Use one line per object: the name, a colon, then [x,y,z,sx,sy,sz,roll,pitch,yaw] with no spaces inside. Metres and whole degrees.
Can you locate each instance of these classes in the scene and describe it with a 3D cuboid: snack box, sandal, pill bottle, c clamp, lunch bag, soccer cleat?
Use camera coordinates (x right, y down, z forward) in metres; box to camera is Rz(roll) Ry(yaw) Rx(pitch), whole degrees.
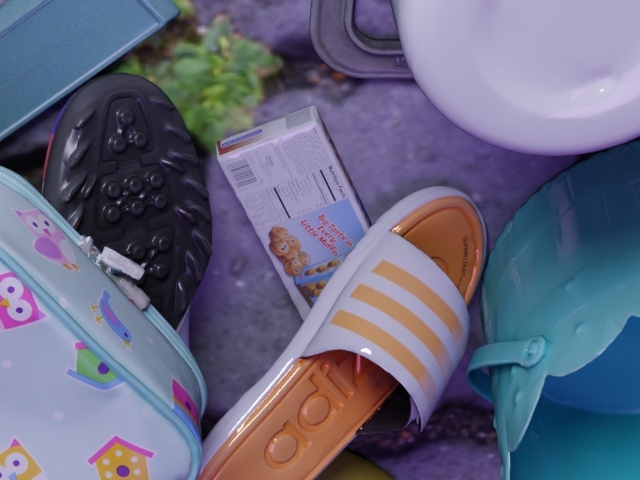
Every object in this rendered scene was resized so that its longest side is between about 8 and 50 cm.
snack box: [0.000,0.000,1.089,0.064,0.022,0.178,-21,127,8]
sandal: [0.027,0.090,1.066,0.265,0.076,0.102,-51,130,-7]
pill bottle: [0.093,-0.167,0.815,0.146,0.264,0.146,-3,129,-4]
c clamp: [0.057,-0.143,0.984,0.161,0.022,0.137,4,127,-9]
lunch bag: [-0.210,0.095,0.953,0.279,0.108,0.224,-36,108,17]
soccer cleat: [-0.127,0.049,1.069,0.109,0.116,0.318,-19,116,-29]

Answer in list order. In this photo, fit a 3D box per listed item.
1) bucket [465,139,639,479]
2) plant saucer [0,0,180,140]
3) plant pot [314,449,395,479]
bucket: [0.226,0.083,1.080,0.281,0.183,0.281,-3,128,-4]
plant saucer: [-0.173,-0.095,0.999,0.192,0.018,0.067,-32,124,19]
plant pot: [-0.039,0.300,1.184,0.254,0.239,0.254,-3,128,-4]
